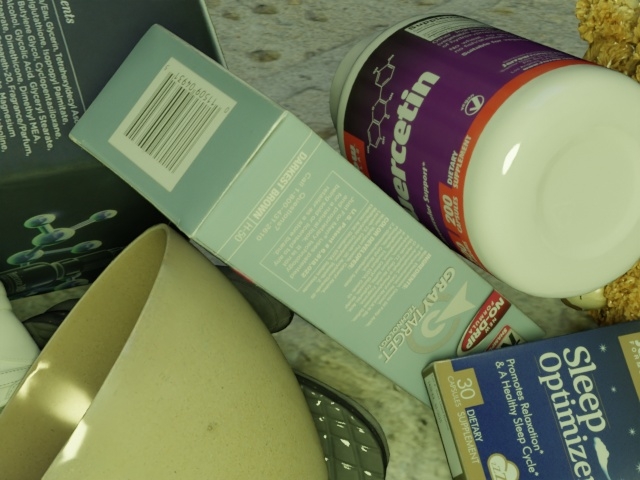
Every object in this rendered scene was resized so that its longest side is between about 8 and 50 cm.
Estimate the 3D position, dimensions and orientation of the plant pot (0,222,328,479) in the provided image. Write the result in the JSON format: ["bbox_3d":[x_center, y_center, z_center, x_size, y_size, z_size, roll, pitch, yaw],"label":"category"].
[{"bbox_3d":[-0.107,0.157,1.027,0.191,0.284,0.284,34,26,-15],"label":"plant pot"}]

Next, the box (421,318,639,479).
[{"bbox_3d":[0.202,0.140,1.181,0.225,0.036,0.136,-10,73,-20],"label":"box"}]

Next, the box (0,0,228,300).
[{"bbox_3d":[-0.304,-0.083,1.307,0.395,0.293,0.212,-12,72,-22],"label":"box"}]

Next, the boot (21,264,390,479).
[{"bbox_3d":[-0.068,0.093,1.259,0.338,0.118,0.222,21,26,17],"label":"boot"}]

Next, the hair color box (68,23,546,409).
[{"bbox_3d":[0.000,0.000,1.185,0.114,0.374,0.185,-53,45,0],"label":"hair color box"}]

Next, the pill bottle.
[{"bbox_3d":[0.131,-0.084,1.254,0.181,0.182,0.323,-12,23,-23],"label":"pill bottle"}]

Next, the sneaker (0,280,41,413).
[{"bbox_3d":[-0.334,0.154,1.123,0.305,0.114,0.152,-34,86,-19],"label":"sneaker"}]

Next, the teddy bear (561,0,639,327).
[{"bbox_3d":[0.260,-0.056,1.298,0.113,0.338,0.245,-18,47,-24],"label":"teddy bear"}]
